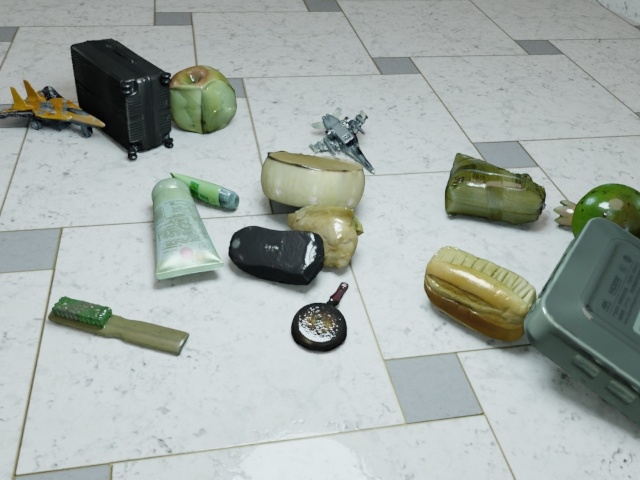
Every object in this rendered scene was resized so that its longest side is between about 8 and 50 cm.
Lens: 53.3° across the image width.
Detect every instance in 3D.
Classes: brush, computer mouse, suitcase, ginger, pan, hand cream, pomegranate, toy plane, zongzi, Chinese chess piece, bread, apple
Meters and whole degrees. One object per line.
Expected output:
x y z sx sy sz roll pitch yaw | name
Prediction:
-0.397 0.162 1.248 0.283 0.048 0.054 13 42 9 | brush
-0.095 0.031 1.402 0.217 0.073 0.121 8 69 17 | computer mouse
-0.562 -0.410 1.793 0.152 0.229 0.335 -26 48 -36 | suitcase
-0.002 -0.002 1.457 0.193 0.115 0.122 4 65 34 | ginger
0.018 0.144 1.314 0.115 0.040 0.212 22 42 12 | pan
-0.287 -0.121 1.587 0.175 0.095 0.045 16 70 10 | hand cream
0.670 -0.049 1.531 0.187 0.186 0.225 -23 21 -30 | pomegranate
-0.744 -0.358 1.828 0.316 0.102 0.204 24 44 13 | toy plane
0.461 -0.152 1.667 0.251 0.125 0.274 12 33 11 | zongzi
-0.018 -0.150 1.562 0.258 0.104 0.257 7 15 -2 | Chinese chess piece
0.079 -0.284 1.819 0.192 0.088 0.262 -35 51 -4 | toy plane
0.318 0.112 1.303 0.236 0.139 0.106 27 47 28 | bread
-0.350 -0.417 1.862 0.208 0.188 0.173 -2 43 -3 | apple
-0.322 -0.029 1.457 0.147 0.093 0.305 -9 42 -16 | hand cream

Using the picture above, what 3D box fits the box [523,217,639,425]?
0.622 0.163 1.227 0.397 0.111 0.396 37 46 12 | box
